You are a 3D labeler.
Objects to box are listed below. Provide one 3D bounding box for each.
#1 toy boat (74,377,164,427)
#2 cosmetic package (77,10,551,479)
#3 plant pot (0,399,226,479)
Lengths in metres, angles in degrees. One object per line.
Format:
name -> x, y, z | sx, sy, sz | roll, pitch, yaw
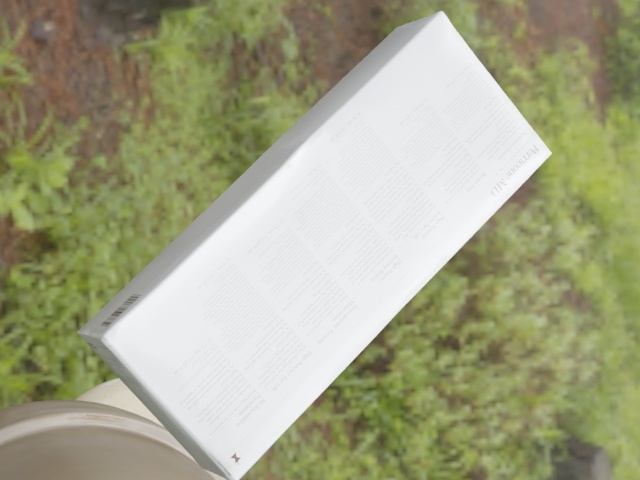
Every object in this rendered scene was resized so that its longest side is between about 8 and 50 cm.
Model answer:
toy boat -> -0.250, 0.236, 1.389 | 0.267, 0.318, 0.148 | -89, -164, -53
cosmetic package -> 0.000, 0.000, 0.714 | 0.239, 0.060, 0.099 | -44, 104, -17
plant pot -> -0.147, 0.277, 0.948 | 0.280, 0.323, 0.323 | 177, -94, -66
